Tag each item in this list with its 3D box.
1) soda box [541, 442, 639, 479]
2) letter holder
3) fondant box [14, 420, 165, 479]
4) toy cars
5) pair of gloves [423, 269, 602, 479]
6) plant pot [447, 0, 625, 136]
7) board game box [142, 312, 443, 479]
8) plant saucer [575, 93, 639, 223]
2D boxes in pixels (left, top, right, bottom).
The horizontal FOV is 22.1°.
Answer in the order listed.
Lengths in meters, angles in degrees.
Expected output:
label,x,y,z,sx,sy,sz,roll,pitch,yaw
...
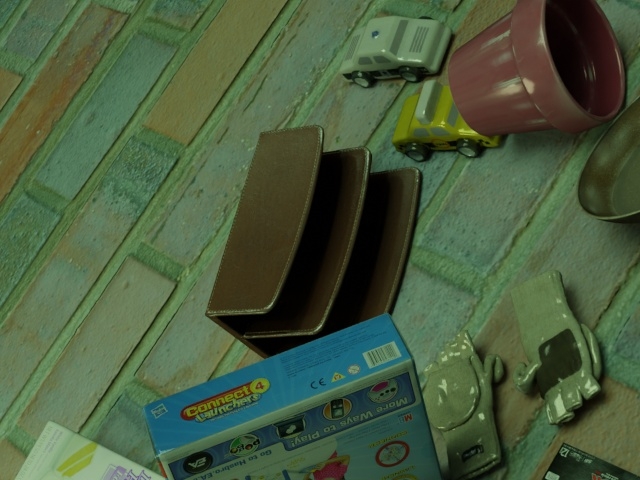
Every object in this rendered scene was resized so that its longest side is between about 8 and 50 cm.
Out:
label,x,y,z,sx,sy,sz,roll,pitch,yaw
soda box,0.335,0.288,1.849,0.169,0.060,0.053,22,76,49
letter holder,0.000,0.000,2.302,0.214,0.152,0.301,-6,58,38
fondant box,-0.329,0.418,2.335,0.330,0.096,0.238,16,73,46
toy cars,0.134,-0.239,2.402,0.176,0.087,0.393,-43,41,9
pair of gloves,0.238,0.170,2.040,0.240,0.042,0.204,-37,46,19
plant pot,0.278,-0.225,2.179,0.180,0.201,0.201,-18,50,37
board game box,-0.019,0.266,1.926,0.308,0.302,0.086,-20,42,-6
plant saucer,0.448,-0.126,1.996,0.310,0.050,0.310,-40,20,17
